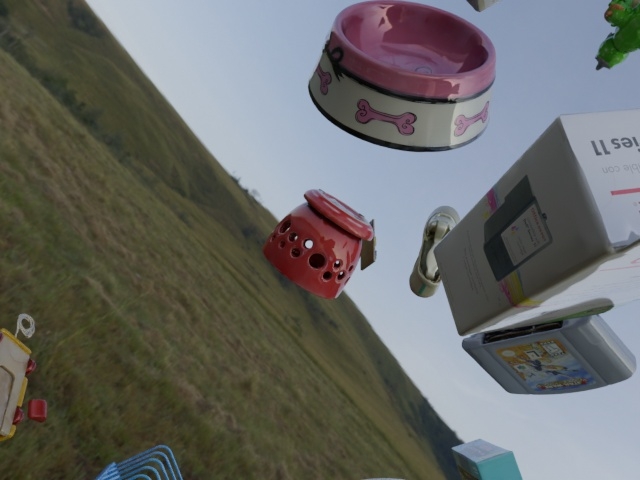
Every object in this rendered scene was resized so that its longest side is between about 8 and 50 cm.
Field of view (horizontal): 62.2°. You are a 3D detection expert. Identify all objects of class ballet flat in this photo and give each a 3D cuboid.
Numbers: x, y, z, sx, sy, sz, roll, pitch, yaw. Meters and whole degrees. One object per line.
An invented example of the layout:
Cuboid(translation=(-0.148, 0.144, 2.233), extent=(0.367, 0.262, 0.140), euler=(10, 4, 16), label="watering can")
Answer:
Cuboid(translation=(0.257, 0.008, 1.153), extent=(0.086, 0.249, 0.086), euler=(16, -29, 9), label="ballet flat")

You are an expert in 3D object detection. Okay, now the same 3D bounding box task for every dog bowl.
Cuboid(translation=(0.183, -0.368, 1.125), extent=(0.408, 0.407, 0.150), euler=(42, -36, 26), label="dog bowl")

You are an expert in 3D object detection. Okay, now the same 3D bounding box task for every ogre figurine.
Cuboid(translation=(0.440, -0.302, 0.705), extent=(0.097, 0.118, 0.197), euler=(49, -23, -14), label="ogre figurine")

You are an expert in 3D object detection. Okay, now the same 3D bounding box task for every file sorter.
Cuboid(translation=(-0.271, 0.394, 0.794), extent=(0.170, 0.104, 0.118), euler=(134, -66, -80), label="file sorter")

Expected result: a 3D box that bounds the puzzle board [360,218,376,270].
Cuboid(translation=(0.110, 0.012, 1.221), extent=(0.128, 0.011, 0.097), euler=(126, -34, -75), label="puzzle board")

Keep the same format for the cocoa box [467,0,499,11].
Cuboid(translation=(0.327, -0.572, 0.793), extent=(0.228, 0.346, 0.232), euler=(51, 16, -54), label="cocoa box")

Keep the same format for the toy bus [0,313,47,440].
Cuboid(translation=(-0.545, 0.231, 0.858), extent=(0.202, 0.104, 0.191), euler=(54, 16, -86), label="toy bus")

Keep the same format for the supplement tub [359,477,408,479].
Cuboid(translation=(0.113, 0.608, 0.896), extent=(0.332, 0.240, 0.241), euler=(-88, 156, -45), label="supplement tub")

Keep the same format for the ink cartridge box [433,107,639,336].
Cuboid(translation=(0.269, -0.017, 0.490), extent=(0.353, 0.207, 0.119), euler=(113, -31, -66), label="ink cartridge box")

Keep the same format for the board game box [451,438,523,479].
Cuboid(translation=(0.379, 0.593, 1.069), extent=(0.254, 0.079, 0.336), euler=(80, -7, -74), label="board game box")

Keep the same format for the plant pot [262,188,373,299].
Cuboid(translation=(0.000, 0.000, 1.098), extent=(0.191, 0.174, 0.191), euler=(32, 12, -8), label="plant pot")

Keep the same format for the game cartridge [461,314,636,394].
Cuboid(translation=(0.473, 0.245, 1.110), extent=(0.198, 0.062, 0.297), euler=(46, -42, -15), label="game cartridge")
